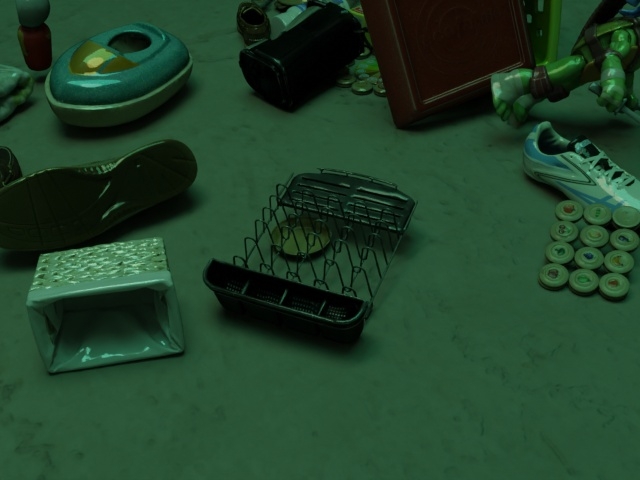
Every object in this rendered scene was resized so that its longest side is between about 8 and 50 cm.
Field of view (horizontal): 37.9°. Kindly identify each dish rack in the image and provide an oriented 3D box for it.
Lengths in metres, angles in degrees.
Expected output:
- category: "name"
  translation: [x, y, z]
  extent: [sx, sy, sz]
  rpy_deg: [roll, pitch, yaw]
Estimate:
- category: "dish rack"
  translation: [0.000, 0.000, 1.184]
  extent: [0.208, 0.074, 0.272]
  rpy_deg: [15, 53, 19]

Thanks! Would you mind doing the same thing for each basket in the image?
- category: "basket"
  translation: [-0.251, 0.073, 1.107]
  extent: [0.167, 0.113, 0.103]
  rpy_deg: [-8, 34, -5]

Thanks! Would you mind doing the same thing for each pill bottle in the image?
- category: "pill bottle"
  translation: [-0.017, -0.400, 1.712]
  extent: [0.137, 0.078, 0.078]
  rpy_deg: [-25, 43, -25]

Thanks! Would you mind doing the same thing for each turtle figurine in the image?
- category: "turtle figurine"
  translation: [0.406, -0.205, 1.369]
  extent: [0.266, 0.275, 0.198]
  rpy_deg: [-12, 30, 32]

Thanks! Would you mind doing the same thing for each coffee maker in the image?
- category: "coffee maker"
  translation: [-0.021, -0.311, 1.548]
  extent: [0.178, 0.120, 0.171]
  rpy_deg: [-42, 30, -25]

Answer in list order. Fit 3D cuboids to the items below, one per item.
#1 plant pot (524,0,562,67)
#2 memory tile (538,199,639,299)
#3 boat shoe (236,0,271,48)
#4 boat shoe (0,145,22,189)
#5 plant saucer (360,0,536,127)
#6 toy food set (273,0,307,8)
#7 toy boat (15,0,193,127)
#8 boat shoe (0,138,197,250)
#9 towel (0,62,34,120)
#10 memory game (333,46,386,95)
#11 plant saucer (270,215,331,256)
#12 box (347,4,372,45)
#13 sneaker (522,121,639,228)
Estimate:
- category: "plant pot"
  translation: [0.255, -0.401, 1.559]
  extent: [0.228, 0.227, 0.207]
  rpy_deg: [-7, 22, -12]
- category: "memory tile"
  translation: [0.346, 0.009, 1.191]
  extent: [0.113, 0.012, 0.148]
  rpy_deg: [10, 54, 19]
- category: "boat shoe"
  translation: [-0.124, -0.413, 1.751]
  extent: [0.064, 0.060, 0.178]
  rpy_deg: [-8, 38, -6]
- category: "boat shoe"
  translation: [-0.483, -0.086, 1.357]
  extent: [0.073, 0.073, 0.207]
  rpy_deg: [-8, 37, -4]
- category: "plant saucer"
  translation: [0.206, -0.329, 1.429]
  extent: [0.258, 0.259, 0.048]
  rpy_deg: [-23, 25, -9]
- category: "toy food set"
  translation: [-0.026, -0.476, 1.851]
  extent: [0.192, 0.039, 0.132]
  rpy_deg: [8, 32, 22]
- category: "toy boat"
  translation: [-0.390, -0.313, 1.555]
  extent: [0.318, 0.148, 0.267]
  rpy_deg: [26, 45, 21]
- category: "boat shoe"
  translation: [-0.321, -0.059, 1.300]
  extent: [0.302, 0.109, 0.098]
  rpy_deg: [-23, 3, -23]
- category: "towel"
  translation: [-0.712, -0.210, 1.523]
  extent: [0.320, 0.090, 0.374]
  rpy_deg: [20, 44, 22]
- category: "memory game"
  translation: [0.107, -0.302, 1.632]
  extent: [0.186, 0.012, 0.186]
  rpy_deg: [-2, 38, 1]
- category: "plant saucer"
  translation: [-0.026, -0.002, 1.259]
  extent: [0.083, 0.015, 0.083]
  rpy_deg: [-2, 39, 2]
- category: "box"
  translation: [0.157, -0.424, 1.736]
  extent: [0.232, 0.058, 0.087]
  rpy_deg: [-29, 45, -33]
- category: "sneaker"
  translation: [0.376, -0.090, 1.285]
  extent: [0.085, 0.086, 0.237]
  rpy_deg: [-29, 46, -31]
